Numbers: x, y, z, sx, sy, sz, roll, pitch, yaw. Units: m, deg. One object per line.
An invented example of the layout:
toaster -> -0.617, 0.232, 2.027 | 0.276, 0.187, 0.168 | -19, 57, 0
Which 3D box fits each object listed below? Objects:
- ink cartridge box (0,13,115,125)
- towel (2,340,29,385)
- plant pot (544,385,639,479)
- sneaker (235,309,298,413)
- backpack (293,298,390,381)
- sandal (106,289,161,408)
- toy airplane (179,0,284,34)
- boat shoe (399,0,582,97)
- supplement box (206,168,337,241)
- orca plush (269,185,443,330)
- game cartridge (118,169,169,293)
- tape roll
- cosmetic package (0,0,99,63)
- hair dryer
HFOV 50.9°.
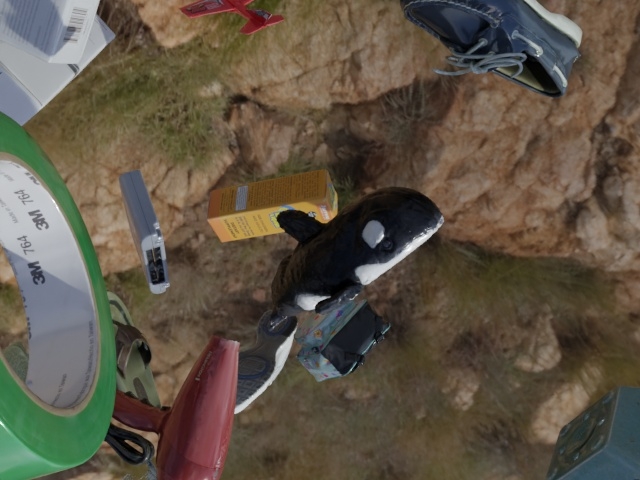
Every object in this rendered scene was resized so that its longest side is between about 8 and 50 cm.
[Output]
ink cartridge box -> -0.551, -0.312, 1.252 | 0.223, 0.307, 0.129 | -27, 118, 29
towel -> -0.538, 0.261, 1.182 | 0.110, 0.148, 0.027 | -39, 167, -12
plant pot -> 0.481, 0.367, 0.985 | 0.252, 0.247, 0.248 | 37, 129, 7
sneaker -> -0.133, 0.290, 1.521 | 0.111, 0.297, 0.129 | 19, 130, 19
backpack -> 0.029, 0.206, 1.407 | 0.144, 0.166, 0.188 | 41, 149, 1
sandal -> -0.388, 0.235, 1.382 | 0.086, 0.120, 0.302 | -19, 98, 30
toy airplane -> -0.108, -0.318, 0.918 | 0.151, 0.151, 0.028 | -10, 132, -7
boat shoe -> 0.177, -0.206, 0.693 | 0.254, 0.095, 0.079 | 6, 90, -42
supplement box -> -0.089, -0.064, 1.257 | 0.233, 0.080, 0.078 | -11, 139, 12
orca plush -> 0.000, 0.000, 0.703 | 0.102, 0.287, 0.151 | 48, 65, -6
game cartridge -> -0.404, -0.021, 1.542 | 0.062, 0.198, 0.297 | -21, 157, -19
tape roll -> -0.279, 0.046, 0.593 | 0.077, 0.321, 0.321 | -16, 132, 0
cosmetic package -> -0.437, -0.343, 0.929 | 0.231, 0.085, 0.117 | 27, 106, 3
hair dryer -> -0.206, 0.218, 0.804 | 0.293, 0.223, 0.080 | -38, 160, 7
